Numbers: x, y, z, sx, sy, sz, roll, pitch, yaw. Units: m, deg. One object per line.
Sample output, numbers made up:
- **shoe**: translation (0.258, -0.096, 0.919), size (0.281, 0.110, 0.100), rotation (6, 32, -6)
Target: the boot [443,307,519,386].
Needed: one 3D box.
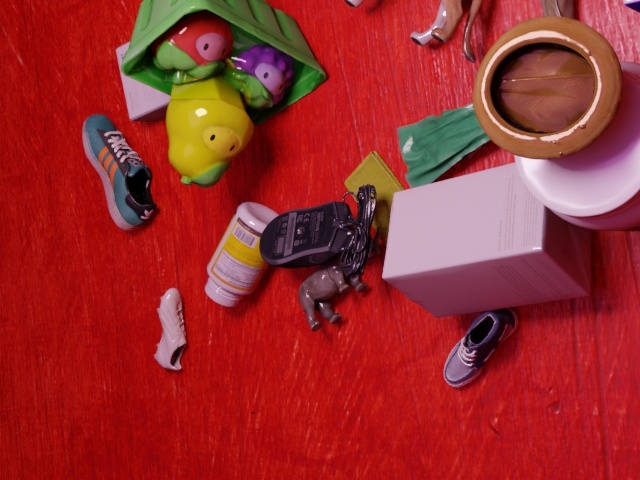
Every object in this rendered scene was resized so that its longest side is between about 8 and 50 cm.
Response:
- **boot**: translation (0.266, 0.190, 1.574), size (0.069, 0.086, 0.190), rotation (47, 117, 28)

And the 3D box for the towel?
- **towel**: translation (0.134, -0.055, 1.719), size (0.102, 0.021, 0.237), rotation (-46, 64, 28)

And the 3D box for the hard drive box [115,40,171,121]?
- **hard drive box**: translation (-0.352, -0.391, 2.047), size (0.232, 0.089, 0.181), rotation (-14, 86, 37)

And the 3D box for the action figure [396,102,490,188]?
- **action figure**: translation (0.248, -0.190, 1.602), size (0.232, 0.063, 0.137), rotation (-28, 72, 39)

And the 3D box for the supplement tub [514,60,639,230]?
- **supplement tub**: translation (0.442, -0.130, 1.285), size (0.235, 0.325, 0.235), rotation (0, 90, 38)

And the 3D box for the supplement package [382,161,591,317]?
- **supplement package**: translation (0.277, 0.001, 1.476), size (0.293, 0.177, 0.175), rotation (-13, 56, 37)

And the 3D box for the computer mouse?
- **computer mouse**: translation (0.000, 0.000, 1.732), size (0.272, 0.072, 0.188), rotation (-8, 62, 37)

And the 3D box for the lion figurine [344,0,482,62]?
- **lion figurine**: translation (0.183, -0.506, 1.622), size (0.392, 0.142, 0.240), rotation (36, 89, 17)

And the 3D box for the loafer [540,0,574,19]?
- **loafer**: translation (0.400, -0.398, 1.487), size (0.050, 0.056, 0.148), rotation (-33, 70, 40)

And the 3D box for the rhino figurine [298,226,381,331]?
- **rhino figurine**: translation (0.040, 0.063, 1.759), size (0.243, 0.073, 0.106), rotation (-52, 50, 22)

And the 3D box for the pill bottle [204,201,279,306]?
- **pill bottle**: translation (-0.165, 0.033, 1.892), size (0.117, 0.117, 0.215), rotation (43, 115, 30)

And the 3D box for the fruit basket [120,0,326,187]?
- **fruit basket**: translation (-0.195, -0.304, 1.757), size (0.283, 0.392, 0.392), rotation (-28, 73, 35)

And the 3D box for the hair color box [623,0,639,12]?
- **hair color box**: translation (0.555, -0.528, 1.335), size (0.185, 0.110, 0.339), rotation (-2, 91, 39)

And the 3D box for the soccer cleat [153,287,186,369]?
- **soccer cleat**: translation (-0.339, 0.207, 2.066), size (0.076, 0.068, 0.196), rotation (19, 109, 32)

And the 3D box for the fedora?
- **fedora**: translation (0.296, -0.191, 1.142), size (0.194, 0.079, 0.194), rotation (0, 90, 32)

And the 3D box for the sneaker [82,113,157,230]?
- **sneaker**: translation (-0.473, -0.182, 2.147), size (0.121, 0.108, 0.302), rotation (-28, 82, 34)
